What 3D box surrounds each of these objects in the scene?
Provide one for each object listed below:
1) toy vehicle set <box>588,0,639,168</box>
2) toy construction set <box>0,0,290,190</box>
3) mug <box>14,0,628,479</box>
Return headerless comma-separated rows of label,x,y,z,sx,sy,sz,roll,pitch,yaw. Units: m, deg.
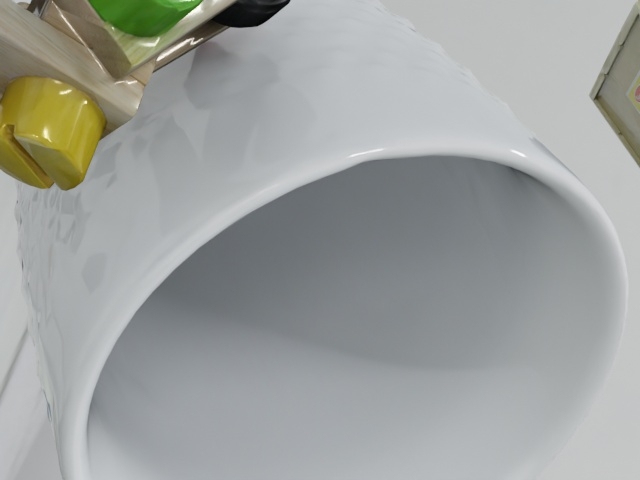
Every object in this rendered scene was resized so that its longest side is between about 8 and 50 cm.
toy vehicle set,0.315,-0.107,0.897,0.166,0.035,0.267,58,2,10
toy construction set,-0.095,-0.097,0.305,0.308,0.237,0.257,-3,-40,27
mug,0.000,0.000,0.611,0.374,0.276,0.328,26,21,-37
